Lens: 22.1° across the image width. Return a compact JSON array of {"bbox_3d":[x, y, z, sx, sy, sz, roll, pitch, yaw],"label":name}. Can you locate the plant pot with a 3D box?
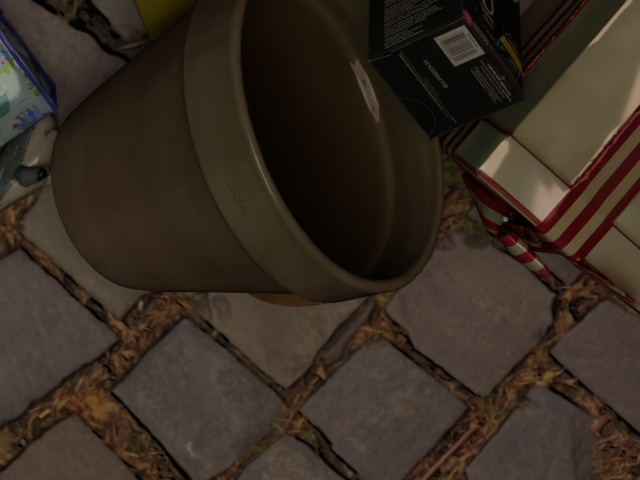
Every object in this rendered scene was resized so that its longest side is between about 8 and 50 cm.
[{"bbox_3d":[-0.085,-0.075,1.512,0.280,0.323,0.323,-18,110,32],"label":"plant pot"}]

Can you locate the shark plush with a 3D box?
[{"bbox_3d":[-0.322,-0.065,1.635,0.161,0.073,0.067,-30,87,23],"label":"shark plush"}]

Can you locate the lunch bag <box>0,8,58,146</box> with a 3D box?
[{"bbox_3d":[-0.345,-0.161,1.567,0.128,0.096,0.151,-35,116,3],"label":"lunch bag"}]

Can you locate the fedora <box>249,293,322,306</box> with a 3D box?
[{"bbox_3d":[0.000,0.000,1.641,0.194,0.194,0.079,-33,143,2],"label":"fedora"}]

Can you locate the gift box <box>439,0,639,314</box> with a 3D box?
[{"bbox_3d":[0.277,-0.077,1.590,0.276,0.255,0.258,41,95,-12],"label":"gift box"}]

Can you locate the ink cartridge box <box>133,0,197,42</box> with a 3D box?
[{"bbox_3d":[-0.039,-0.296,1.468,0.303,0.307,0.072,-20,80,-1],"label":"ink cartridge box"}]

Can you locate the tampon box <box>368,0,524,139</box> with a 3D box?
[{"bbox_3d":[0.117,-0.202,1.517,0.101,0.161,0.120,-21,133,26],"label":"tampon box"}]
